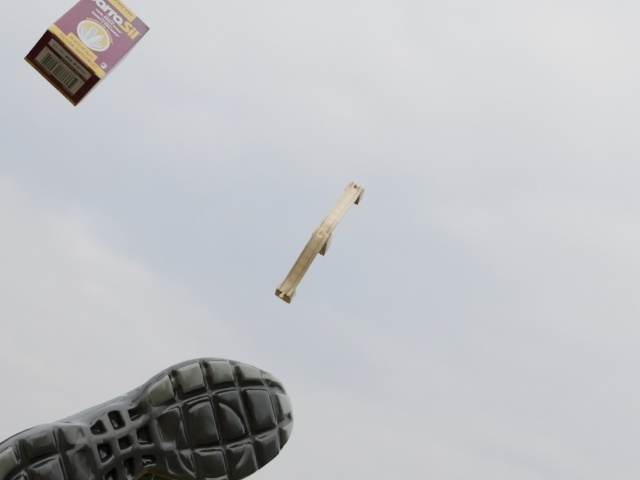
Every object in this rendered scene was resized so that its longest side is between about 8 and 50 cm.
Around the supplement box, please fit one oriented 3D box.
[{"bbox_3d":[-0.178,-0.151,0.861,0.055,0.083,0.043,43,-49,-13],"label":"supplement box"}]

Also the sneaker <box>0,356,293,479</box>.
[{"bbox_3d":[-0.148,0.157,0.873,0.267,0.101,0.106,-11,-6,-31],"label":"sneaker"}]

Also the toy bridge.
[{"bbox_3d":[0.000,0.000,1.459,0.026,0.188,0.063,33,-18,6],"label":"toy bridge"}]
